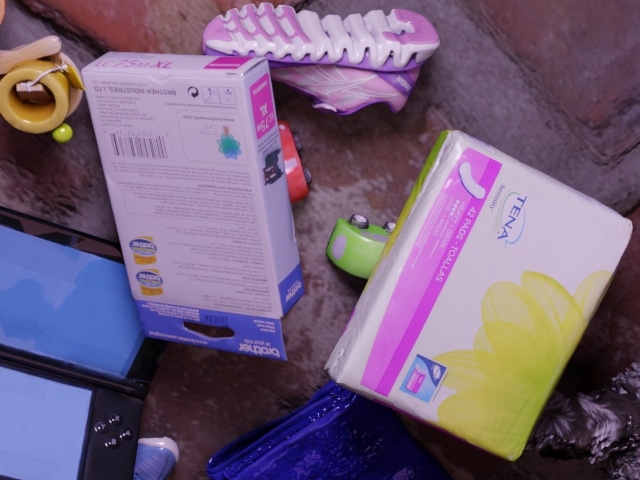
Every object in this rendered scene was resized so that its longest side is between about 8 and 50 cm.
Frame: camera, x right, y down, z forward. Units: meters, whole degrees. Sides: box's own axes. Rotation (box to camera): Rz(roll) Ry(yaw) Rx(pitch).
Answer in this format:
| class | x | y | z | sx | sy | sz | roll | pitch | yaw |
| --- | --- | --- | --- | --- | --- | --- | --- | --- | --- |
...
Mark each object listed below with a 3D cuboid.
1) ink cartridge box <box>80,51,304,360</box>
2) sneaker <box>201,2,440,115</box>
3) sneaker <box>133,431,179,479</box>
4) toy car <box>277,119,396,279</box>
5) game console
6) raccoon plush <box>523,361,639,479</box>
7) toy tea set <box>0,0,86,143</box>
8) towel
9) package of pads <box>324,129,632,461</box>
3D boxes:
| class | x | y | z | sx | sy | sz | roll | pitch | yaw |
| --- | --- | --- | --- | --- | --- | --- | --- | --- | --- |
| ink cartridge box | -0.120 | -0.034 | 1.356 | 0.186 | 0.065 | 0.311 | 6 | 118 | 27 |
| sneaker | -0.002 | -0.172 | 1.348 | 0.237 | 0.095 | 0.104 | 1 | 127 | -13 |
| sneaker | -0.243 | 0.309 | 1.585 | 0.211 | 0.081 | 0.080 | -43 | 117 | 13 |
| toy car | 0.000 | 0.000 | 1.468 | 0.225 | 0.053 | 0.239 | 11 | 118 | -17 |
| game console | -0.302 | 0.131 | 1.423 | 0.293 | 0.250 | 0.173 | 18 | 142 | -20 |
| raccoon plush | 0.382 | 0.289 | 1.669 | 0.447 | 0.216 | 0.299 | 10 | 129 | 3 |
| toy tea set | -0.368 | -0.192 | 1.222 | 0.200 | 0.124 | 0.336 | -20 | 121 | 14 |
| towel | 0.037 | 0.319 | 1.651 | 0.228 | 0.076 | 0.308 | -33 | 121 | 10 |
| package of pads | 0.173 | 0.061 | 1.438 | 0.229 | 0.101 | 0.296 | 26 | 91 | -12 |
